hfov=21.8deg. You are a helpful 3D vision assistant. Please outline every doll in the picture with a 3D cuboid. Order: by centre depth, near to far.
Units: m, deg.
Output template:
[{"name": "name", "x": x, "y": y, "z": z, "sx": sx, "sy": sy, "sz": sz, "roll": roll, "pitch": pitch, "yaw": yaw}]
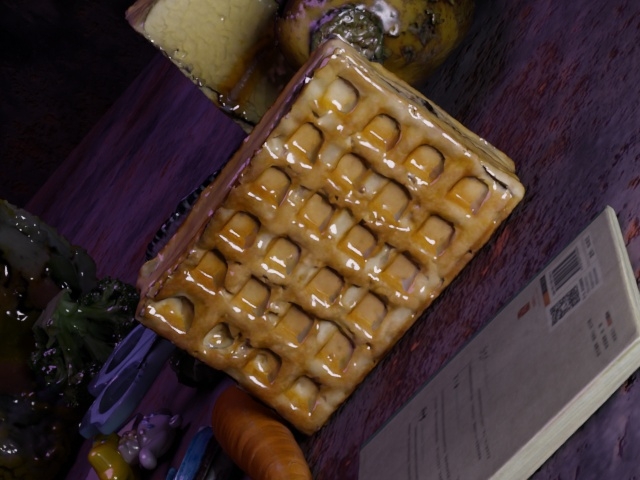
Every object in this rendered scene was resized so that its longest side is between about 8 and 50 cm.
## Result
[{"name": "doll", "x": -0.198, "y": 0.232, "z": 1.844, "sx": 0.113, "sy": 0.071, "sz": 0.135, "roll": -37, "pitch": 13, "yaw": -12}]

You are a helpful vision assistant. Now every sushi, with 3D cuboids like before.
[{"name": "sushi", "x": -0.477, "y": 0.147, "z": 2.300, "sx": 0.240, "sy": 0.351, "sz": 0.397, "roll": -36, "pitch": 25, "yaw": 51}]

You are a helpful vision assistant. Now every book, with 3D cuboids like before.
[{"name": "book", "x": 0.120, "y": 0.115, "z": 1.174, "sx": 0.283, "sy": 0.025, "sz": 0.215, "roll": -47, "pitch": 15, "yaw": 22}]

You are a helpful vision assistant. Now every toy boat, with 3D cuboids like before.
[{"name": "toy boat", "x": -0.118, "y": 0.232, "z": 1.578, "sx": 0.061, "sy": 0.060, "sz": 0.137, "roll": -11, "pitch": 44, "yaw": 38}]

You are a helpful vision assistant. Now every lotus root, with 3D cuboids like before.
[{"name": "lotus root", "x": 0.067, "y": -0.241, "z": 1.789, "sx": 0.196, "sy": 0.179, "sz": 0.397, "roll": -30, "pitch": 7, "yaw": 17}]

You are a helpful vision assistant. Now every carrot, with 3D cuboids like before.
[{"name": "carrot", "x": -0.046, "y": 0.186, "z": 1.459, "sx": 0.069, "sy": 0.069, "sz": 0.336, "roll": -54, "pitch": 17, "yaw": 1}]

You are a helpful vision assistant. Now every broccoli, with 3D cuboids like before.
[{"name": "broccoli", "x": -0.294, "y": 0.128, "z": 2.159, "sx": 0.195, "sy": 0.156, "sz": 0.195, "roll": -44, "pitch": 26, "yaw": 28}]

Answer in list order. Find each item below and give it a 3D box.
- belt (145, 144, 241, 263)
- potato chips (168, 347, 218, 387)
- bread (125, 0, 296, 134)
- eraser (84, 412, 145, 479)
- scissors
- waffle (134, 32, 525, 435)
[{"name": "belt", "x": -0.016, "y": -0.018, "z": 1.601, "sx": 0.295, "sy": 0.160, "sz": 0.207, "roll": -41, "pitch": -9, "yaw": 14}, {"name": "potato chips", "x": -0.073, "y": -0.010, "z": 1.961, "sx": 0.358, "sy": 0.070, "sz": 0.429, "roll": -23, "pitch": 35, "yaw": 57}, {"name": "bread", "x": -0.090, "y": -0.195, "z": 1.863, "sx": 0.178, "sy": 0.266, "sz": 0.142, "roll": -54, "pitch": 19, "yaw": -25}, {"name": "eraser", "x": -0.254, "y": 0.283, "z": 1.955, "sx": 0.104, "sy": 0.023, "sz": 0.150, "roll": -41, "pitch": 20, "yaw": 42}, {"name": "scissors", "x": -0.150, "y": 0.076, "z": 1.848, "sx": 0.360, "sy": 0.029, "sz": 0.191, "roll": -47, "pitch": 16, "yaw": 19}, {"name": "waffle", "x": 0.000, "y": -0.001, "z": 1.439, "sx": 0.308, "sy": 0.213, "sz": 0.091, "roll": -51, "pitch": 12, "yaw": 17}]
